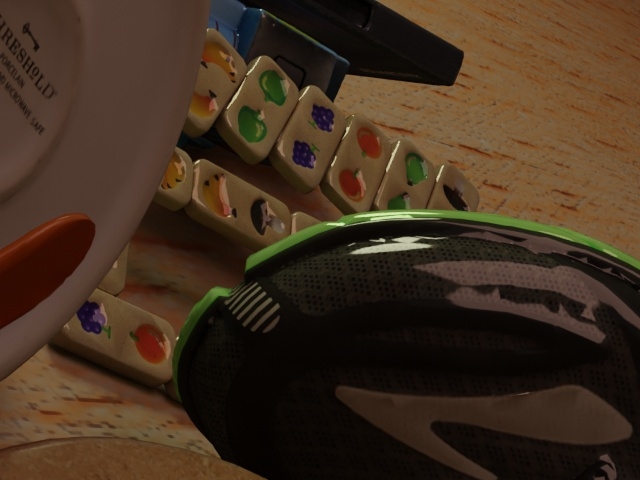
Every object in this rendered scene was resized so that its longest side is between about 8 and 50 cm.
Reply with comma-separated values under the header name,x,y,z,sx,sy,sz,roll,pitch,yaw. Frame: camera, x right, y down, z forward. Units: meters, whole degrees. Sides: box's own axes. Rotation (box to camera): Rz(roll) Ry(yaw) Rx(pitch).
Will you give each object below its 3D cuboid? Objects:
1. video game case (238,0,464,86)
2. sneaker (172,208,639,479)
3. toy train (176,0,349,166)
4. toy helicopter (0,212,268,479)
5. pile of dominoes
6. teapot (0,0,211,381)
name,x,y,z,sx,sy,sz,roll,pitch,yaw
video game case,-0.081,-0.148,1.005,0.274,0.026,0.196,23,-7,-41
sneaker,0.150,0.166,0.688,0.483,0.185,0.202,40,15,-1
toy train,-0.079,-0.098,0.929,0.184,0.080,0.105,28,-9,-34
toy helicopter,-0.113,0.103,0.416,0.355,0.140,0.235,2,48,-43
pile of dominoes,0.000,0.000,0.851,0.251,0.040,0.196,28,49,-35
teapot,-0.164,-0.074,0.584,0.187,0.256,0.252,22,29,26
